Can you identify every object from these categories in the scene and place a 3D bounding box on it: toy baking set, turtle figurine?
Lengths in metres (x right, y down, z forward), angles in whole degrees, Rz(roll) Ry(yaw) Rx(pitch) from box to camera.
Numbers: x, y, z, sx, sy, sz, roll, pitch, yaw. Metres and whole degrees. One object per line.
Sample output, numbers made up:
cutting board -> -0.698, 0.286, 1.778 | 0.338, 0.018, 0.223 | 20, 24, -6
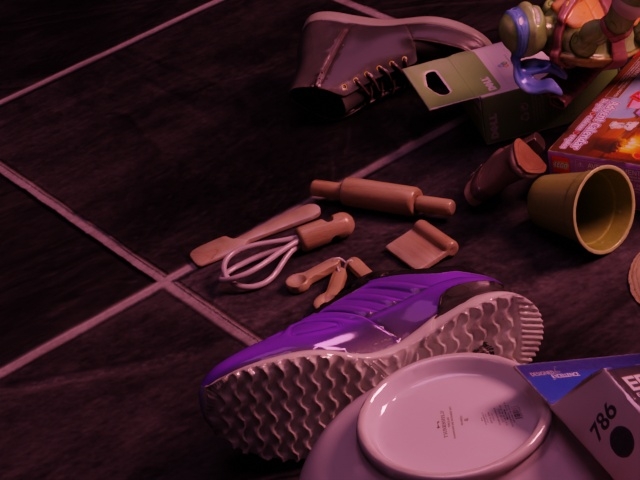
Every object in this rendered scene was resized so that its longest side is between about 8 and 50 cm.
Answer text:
toy baking set -> 0.005, -0.003, 1.626 | 0.256, 0.030, 0.197 | 13, 40, 33
turtle figurine -> 0.312, -0.273, 1.649 | 0.266, 0.275, 0.198 | 0, -6, -21

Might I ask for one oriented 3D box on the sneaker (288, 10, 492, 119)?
sneaker -> 0.078, -0.183, 1.855 | 0.222, 0.083, 0.118 | 5, 54, 13

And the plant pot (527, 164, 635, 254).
plant pot -> 0.239, -0.033, 1.566 | 0.083, 0.083, 0.079 | -32, 26, -29

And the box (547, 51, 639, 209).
box -> 0.383, -0.126, 1.670 | 0.201, 0.057, 0.293 | 12, 39, 32

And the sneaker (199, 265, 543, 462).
sneaker -> 0.030, 0.092, 1.421 | 0.293, 0.102, 0.146 | -15, 28, -14

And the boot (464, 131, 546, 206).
boot -> 0.177, -0.063, 1.624 | 0.087, 0.042, 0.118 | -38, 3, 25

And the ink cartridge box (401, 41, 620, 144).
ink cartridge box -> 0.204, -0.163, 1.778 | 0.209, 0.062, 0.109 | -15, 34, -6

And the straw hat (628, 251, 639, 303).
straw hat -> 0.339, 0.006, 1.478 | 0.144, 0.061, 0.144 | -9, 33, 6

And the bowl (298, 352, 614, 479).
bowl -> 0.105, 0.177, 1.224 | 0.297, 0.134, 0.298 | -9, 33, 6

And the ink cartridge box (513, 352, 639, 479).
ink cartridge box -> 0.291, 0.164, 1.125 | 0.165, 0.065, 0.333 | -4, 38, -38
